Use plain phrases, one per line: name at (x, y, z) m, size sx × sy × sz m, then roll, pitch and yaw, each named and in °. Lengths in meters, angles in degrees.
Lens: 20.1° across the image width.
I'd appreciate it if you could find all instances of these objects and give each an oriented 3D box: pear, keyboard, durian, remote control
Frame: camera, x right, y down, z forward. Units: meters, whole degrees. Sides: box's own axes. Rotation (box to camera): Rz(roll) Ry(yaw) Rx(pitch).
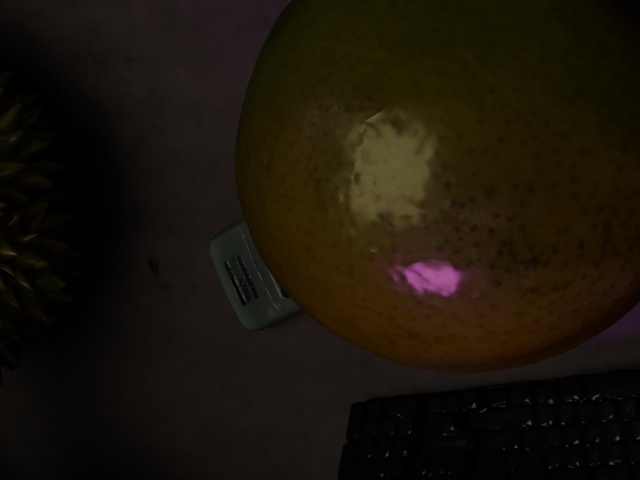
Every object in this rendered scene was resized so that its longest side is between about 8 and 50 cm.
pear at (0.076, -0.027, 0.670) m, size 0.216 × 0.180 × 0.166 m, roll 11°, pitch 72°, yaw 14°
keyboard at (0.098, 0.087, 0.747) m, size 0.231 × 0.023 × 0.072 m, roll -9°, pitch 60°, yaw 39°
durian at (-0.225, -0.015, 0.893) m, size 0.237 × 0.176 × 0.200 m, roll 41°, pitch 113°, yaw 17°
remote control at (0.000, 0.000, 0.822) m, size 0.124 × 0.018 × 0.053 m, roll -26°, pitch 85°, yaw 39°
